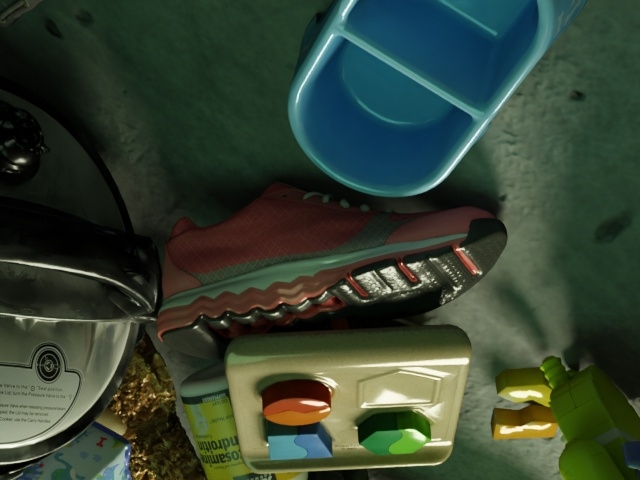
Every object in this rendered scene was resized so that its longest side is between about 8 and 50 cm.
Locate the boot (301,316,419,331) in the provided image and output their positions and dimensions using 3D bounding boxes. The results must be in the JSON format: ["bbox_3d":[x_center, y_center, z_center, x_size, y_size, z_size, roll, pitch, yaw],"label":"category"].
[{"bbox_3d":[-0.025,0.118,1.170,0.244,0.088,0.176,25,140,-3],"label":"boot"}]

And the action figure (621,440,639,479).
[{"bbox_3d":[0.399,0.152,0.927,0.341,0.179,0.330,-1,127,6],"label":"action figure"}]

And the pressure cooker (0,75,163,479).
[{"bbox_3d":[-0.372,0.040,1.061,0.420,0.370,0.376,-15,115,36],"label":"pressure cooker"}]

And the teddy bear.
[{"bbox_3d":[-0.204,0.246,1.326,0.245,0.113,0.338,54,160,32],"label":"teddy bear"}]

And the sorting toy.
[{"bbox_3d":[0.073,0.155,1.083,0.307,0.041,0.229,-3,144,-1],"label":"sorting toy"}]

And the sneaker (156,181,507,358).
[{"bbox_3d":[-0.001,0.000,1.020,0.313,0.136,0.116,-14,155,10],"label":"sneaker"}]

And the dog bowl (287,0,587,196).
[{"bbox_3d":[0.075,-0.142,0.867,0.166,0.074,0.297,31,139,-4],"label":"dog bowl"}]

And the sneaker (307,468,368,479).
[{"bbox_3d":[0.007,0.300,1.346,0.132,0.086,0.228,39,145,-23],"label":"sneaker"}]

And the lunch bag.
[{"bbox_3d":[-0.283,0.231,1.182,0.151,0.129,0.096,21,128,26],"label":"lunch bag"}]

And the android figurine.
[{"bbox_3d":[0.269,0.218,1.006,0.056,0.273,0.248,-35,152,15],"label":"android figurine"}]

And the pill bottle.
[{"bbox_3d":[-0.072,0.218,1.229,0.103,0.103,0.184,-14,96,36],"label":"pill bottle"}]

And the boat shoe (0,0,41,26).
[{"bbox_3d":[-0.183,-0.233,0.896,0.285,0.103,0.092,-12,130,40],"label":"boat shoe"}]
